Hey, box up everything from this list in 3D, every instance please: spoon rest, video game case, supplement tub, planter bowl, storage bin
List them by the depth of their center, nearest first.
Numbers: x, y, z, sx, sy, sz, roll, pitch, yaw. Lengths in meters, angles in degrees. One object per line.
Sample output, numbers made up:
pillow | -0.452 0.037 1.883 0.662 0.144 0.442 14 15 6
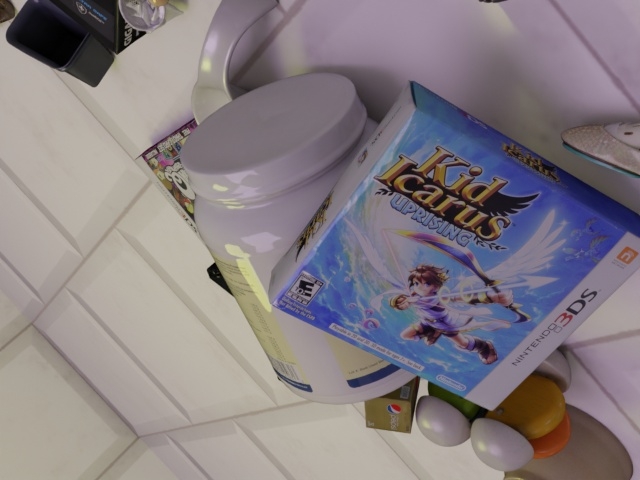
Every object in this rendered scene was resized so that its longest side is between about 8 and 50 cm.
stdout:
video game case | 0.127 0.020 0.788 0.269 0.061 0.244 27 120 -16
supplement tub | 0.000 0.000 0.955 0.235 0.235 0.325 12 137 44
spoon rest | -0.107 -0.180 1.021 0.137 0.084 0.276 35 148 17
planter bowl | 0.301 0.301 1.082 0.162 0.109 0.162 32 148 23
storage bin | -0.368 -0.287 1.218 0.135 0.098 0.091 30 175 24
video game case | -0.162 -0.075 1.259 0.210 0.042 0.232 52 149 -15

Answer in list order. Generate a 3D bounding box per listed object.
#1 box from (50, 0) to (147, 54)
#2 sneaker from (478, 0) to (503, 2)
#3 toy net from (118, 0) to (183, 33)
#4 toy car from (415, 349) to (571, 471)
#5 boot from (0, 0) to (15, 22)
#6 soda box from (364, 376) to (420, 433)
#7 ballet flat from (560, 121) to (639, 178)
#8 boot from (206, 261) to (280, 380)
box | -0.326 -0.419 1.012 0.295 0.073 0.293 40 151 7
sneaker | 0.064 -0.284 0.683 0.271 0.100 0.108 25 131 25
toy net | -0.190 -0.299 0.951 0.232 0.122 0.045 -42 49 54
toy car | 0.218 0.205 1.021 0.182 0.159 0.136 14 147 42
boot | -0.550 -0.391 1.355 0.106 0.037 0.114 44 156 -26
soda box | 0.100 0.153 1.067 0.058 0.181 0.061 5 130 13
ballet flat | 0.289 -0.073 0.707 0.168 0.057 0.052 28 119 21
boot | -0.073 0.093 1.230 0.207 0.094 0.246 37 143 -1
